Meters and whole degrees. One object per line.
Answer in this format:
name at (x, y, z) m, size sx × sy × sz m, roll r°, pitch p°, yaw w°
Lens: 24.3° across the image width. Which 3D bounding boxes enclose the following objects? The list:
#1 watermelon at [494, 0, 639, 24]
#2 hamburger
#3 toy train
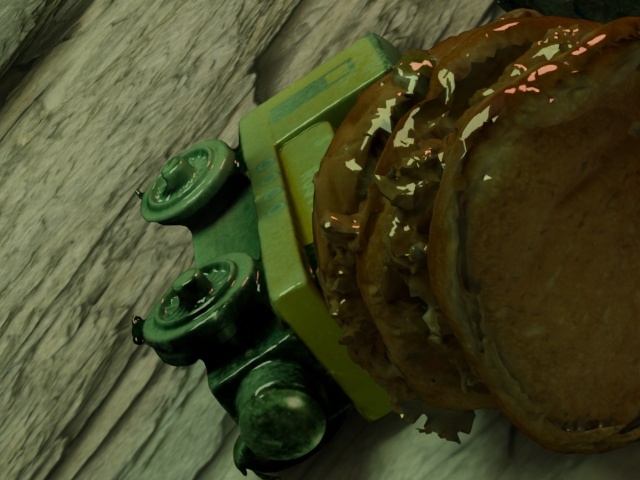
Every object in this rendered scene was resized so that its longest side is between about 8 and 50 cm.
watermelon at (0.246, -0.159, 0.920) m, size 0.321 × 0.175 × 0.188 m, roll -11°, pitch 38°, yaw 38°
hamburger at (0.114, -0.002, 0.828) m, size 0.211 × 0.245 × 0.261 m, roll 28°, pitch 104°, yaw 58°
toy train at (0.000, 0.000, 1.094) m, size 0.253 × 0.160 × 0.397 m, roll -33°, pitch 26°, yaw 9°
